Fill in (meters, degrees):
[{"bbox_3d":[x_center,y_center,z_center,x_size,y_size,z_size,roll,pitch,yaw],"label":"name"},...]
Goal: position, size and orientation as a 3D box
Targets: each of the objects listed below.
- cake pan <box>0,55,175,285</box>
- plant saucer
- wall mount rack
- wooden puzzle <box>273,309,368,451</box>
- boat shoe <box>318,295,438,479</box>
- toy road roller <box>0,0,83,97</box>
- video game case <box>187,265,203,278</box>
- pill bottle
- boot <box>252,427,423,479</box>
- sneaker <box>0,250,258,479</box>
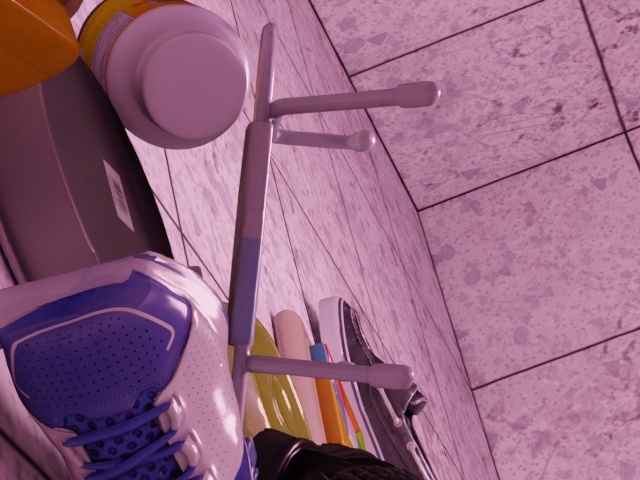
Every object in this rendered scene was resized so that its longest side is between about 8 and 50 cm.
[{"bbox_3d":[-0.173,-0.024,1.372,0.293,0.054,0.293,-21,90,-83],"label":"cake pan"},{"bbox_3d":[-0.050,0.162,1.773,0.241,0.037,0.241,-21,90,-82],"label":"plant saucer"},{"bbox_3d":[0.000,0.000,1.451,0.304,0.130,0.350,143,-48,-84],"label":"wall mount rack"},{"bbox_3d":[0.021,0.219,2.071,0.221,0.044,0.239,-101,167,-49],"label":"wooden puzzle"},{"bbox_3d":[0.080,0.201,2.301,0.108,0.102,0.301,47,24,-70],"label":"boat shoe"},{"bbox_3d":[-0.191,-0.242,1.107,0.329,0.240,0.202,41,27,-74],"label":"toy road roller"},{"bbox_3d":[-0.091,0.124,1.483,0.143,0.019,0.157,-102,-171,-46],"label":"video game case"},{"bbox_3d":[-0.128,-0.141,1.539,0.117,0.117,0.215,66,-11,-19],"label":"pill bottle"},{"bbox_3d":[0.089,0.266,1.607,0.348,0.260,0.131,29,77,-69],"label":"boot"},{"bbox_3d":[-0.090,0.159,1.141,0.315,0.127,0.182,71,3,-52],"label":"sneaker"}]
